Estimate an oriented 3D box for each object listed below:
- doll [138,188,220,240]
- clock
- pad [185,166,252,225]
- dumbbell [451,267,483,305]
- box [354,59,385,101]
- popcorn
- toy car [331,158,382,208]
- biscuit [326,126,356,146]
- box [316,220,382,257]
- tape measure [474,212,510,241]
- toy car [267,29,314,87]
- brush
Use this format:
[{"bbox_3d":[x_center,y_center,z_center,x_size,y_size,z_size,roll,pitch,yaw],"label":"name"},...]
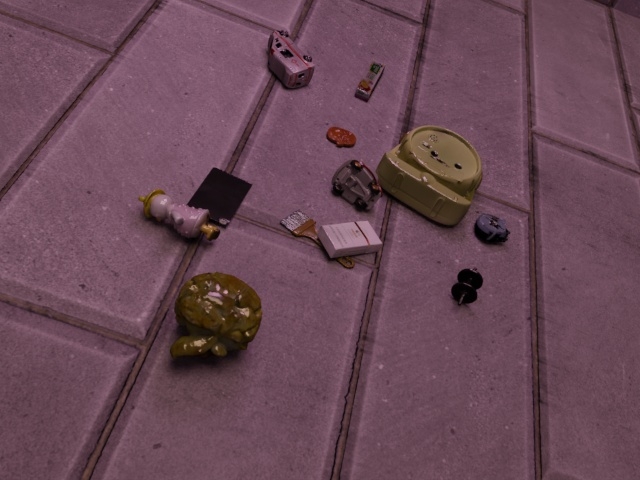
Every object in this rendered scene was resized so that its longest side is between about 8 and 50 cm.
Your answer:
[{"bbox_3d":[-0.336,-0.060,1.621,0.207,0.081,0.129,25,9,4],"label":"doll"},{"bbox_3d":[0.343,-0.220,2.019,0.286,0.117,0.348,32,46,6],"label":"clock"},{"bbox_3d":[-0.256,-0.116,1.751,0.116,0.004,0.193,24,42,-1],"label":"pad"},{"bbox_3d":[0.377,0.117,1.764,0.069,0.069,0.147,30,45,6],"label":"dumbbell"},{"bbox_3d":[0.167,-0.535,2.284,0.050,0.041,0.207,23,45,3],"label":"box"},{"bbox_3d":[-0.225,0.163,1.419,0.198,0.198,0.212,26,70,1],"label":"popcorn"},{"bbox_3d":[0.115,-0.160,1.894,0.139,0.112,0.112,44,32,6],"label":"toy car"},{"bbox_3d":[0.062,-0.307,2.054,0.091,0.015,0.078,20,47,-4],"label":"biscuit"},{"bbox_3d":[0.075,-0.005,1.762,0.154,0.040,0.084,-6,50,-36],"label":"box"},{"bbox_3d":[0.488,-0.034,1.956,0.094,0.054,0.091,13,40,-14],"label":"tape measure"},{"bbox_3d":[-0.115,-0.576,2.174,0.108,0.089,0.209,-26,67,-32],"label":"toy car"},{"bbox_3d":[0.000,0.000,1.756,0.218,0.010,0.082,39,47,14],"label":"brush"}]
